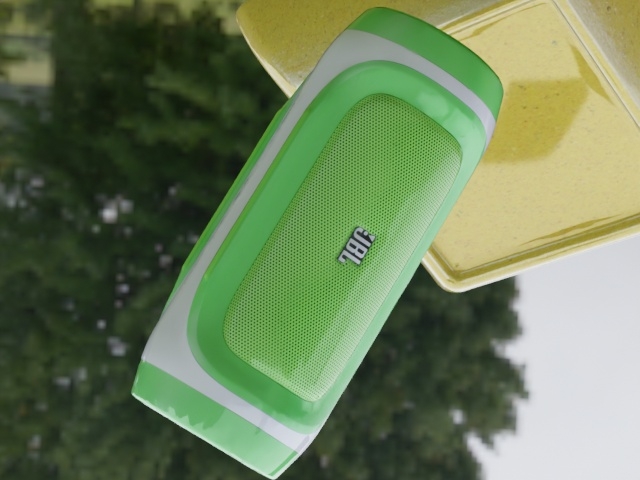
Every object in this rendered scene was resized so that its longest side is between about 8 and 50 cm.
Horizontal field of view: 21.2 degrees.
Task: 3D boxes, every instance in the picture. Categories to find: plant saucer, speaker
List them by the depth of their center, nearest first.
[{"bbox_3d":[0.000,0.000,1.106,0.131,0.296,0.131,30,172,5],"label":"speaker"},{"bbox_3d":[0.142,-0.094,1.311,0.333,0.333,0.081,-20,-147,33],"label":"plant saucer"}]
